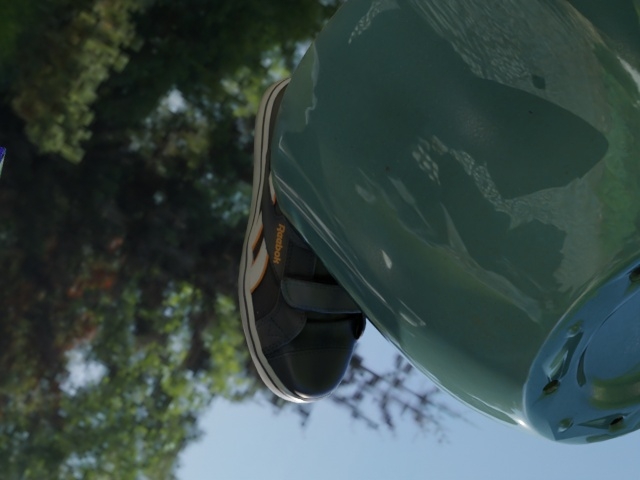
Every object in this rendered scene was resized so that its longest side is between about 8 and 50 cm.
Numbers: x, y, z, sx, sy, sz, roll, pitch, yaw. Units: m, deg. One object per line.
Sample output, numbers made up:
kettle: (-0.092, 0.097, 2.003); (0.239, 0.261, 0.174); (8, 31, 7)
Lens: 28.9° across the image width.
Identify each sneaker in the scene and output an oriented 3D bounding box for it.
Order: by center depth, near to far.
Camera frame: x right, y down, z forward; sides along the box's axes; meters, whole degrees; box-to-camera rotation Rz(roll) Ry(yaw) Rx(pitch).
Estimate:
sneaker: (0.000, 0.000, 1.180); (0.127, 0.126, 0.321); (2, -86, 56)

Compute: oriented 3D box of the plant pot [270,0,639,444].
plant pot: (0.148, -0.017, 0.782); (0.293, 0.293, 0.235); (-52, -133, 21)

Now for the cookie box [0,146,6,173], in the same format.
cookie box: (-0.281, -0.031, 0.889); (0.040, 0.092, 0.107); (-78, -170, -47)
